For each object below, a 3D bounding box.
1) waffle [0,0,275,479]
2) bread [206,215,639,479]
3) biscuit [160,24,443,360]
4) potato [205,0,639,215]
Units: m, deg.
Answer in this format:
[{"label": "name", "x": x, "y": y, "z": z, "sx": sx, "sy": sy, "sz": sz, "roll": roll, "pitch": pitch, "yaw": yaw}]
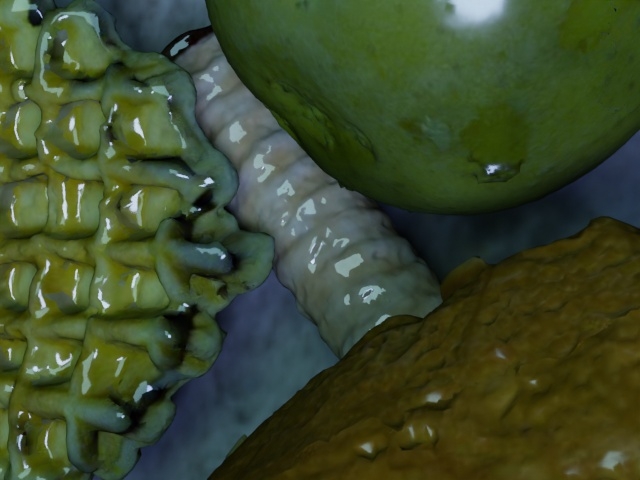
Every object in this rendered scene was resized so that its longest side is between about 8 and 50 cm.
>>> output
[{"label": "waffle", "x": -0.123, "y": 0.007, "z": 0.727, "sx": 0.223, "sy": 0.054, "sz": 0.204, "roll": -47, "pitch": 66, "yaw": 23}, {"label": "bread", "x": 0.041, "y": 0.162, "z": 0.539, "sx": 0.279, "sy": 0.225, "sz": 0.250, "roll": -21, "pitch": 40, "yaw": 16}, {"label": "biscuit", "x": 0.000, "y": 0.000, "z": 0.700, "sx": 0.061, "sy": 0.055, "sz": 0.219, "roll": -45, "pitch": 65, "yaw": 14}, {"label": "potato", "x": 0.060, "y": -0.159, "z": 0.635, "sx": 0.216, "sy": 0.216, "sz": 0.304, "roll": 6, "pitch": 84, "yaw": 21}]
